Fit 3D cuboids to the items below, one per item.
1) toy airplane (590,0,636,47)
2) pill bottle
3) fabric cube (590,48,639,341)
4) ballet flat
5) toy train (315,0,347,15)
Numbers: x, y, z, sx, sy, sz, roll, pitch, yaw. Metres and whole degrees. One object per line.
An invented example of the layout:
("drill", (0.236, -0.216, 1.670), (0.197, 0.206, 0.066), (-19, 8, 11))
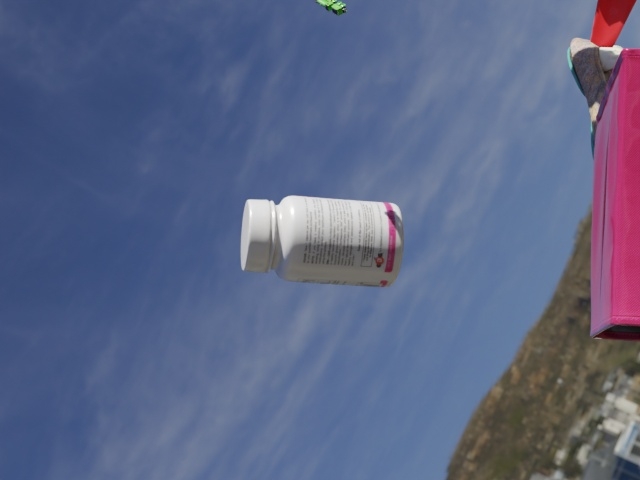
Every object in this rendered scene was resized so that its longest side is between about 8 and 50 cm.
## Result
("toy airplane", (0.352, -0.271, 1.122), (0.151, 0.151, 0.028), (-64, 6, -7))
("pill bottle", (0.000, 0.000, 1.908), (0.160, 0.283, 0.160), (-176, 90, -79))
("fabric cube", (0.409, -0.028, 1.022), (0.254, 0.259, 0.258), (41, -128, -76))
("ballet flat", (0.444, -0.213, 1.511), (0.106, 0.108, 0.316), (-39, 37, 35))
("toy train", (0.017, -0.407, 1.778), (0.024, 0.083, 0.017), (-28, -52, -18))
